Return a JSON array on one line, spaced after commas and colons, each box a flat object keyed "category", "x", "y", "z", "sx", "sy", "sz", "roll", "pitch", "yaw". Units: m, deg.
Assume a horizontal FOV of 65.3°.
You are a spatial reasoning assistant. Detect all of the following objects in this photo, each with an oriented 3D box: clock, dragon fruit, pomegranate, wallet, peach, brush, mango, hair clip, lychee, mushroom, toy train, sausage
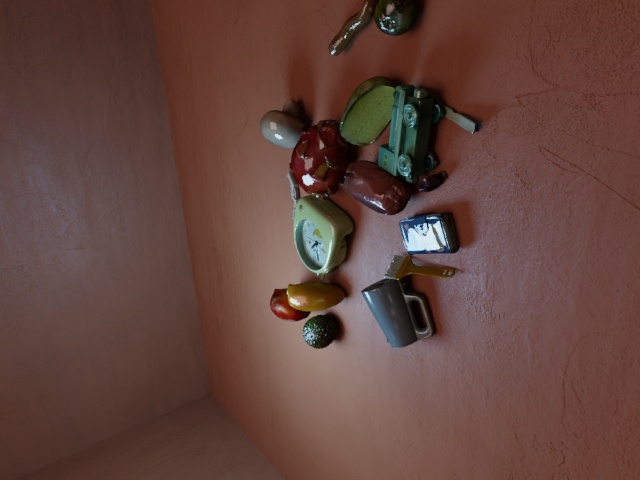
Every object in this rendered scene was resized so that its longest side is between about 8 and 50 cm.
[{"category": "clock", "x": 0.000, "y": 0.000, "z": 2.127, "sx": 0.286, "sy": 0.117, "sz": 0.349, "roll": 43, "pitch": 137, "yaw": 38}, {"category": "dragon fruit", "x": -0.003, "y": -0.305, "z": 1.902, "sx": 0.250, "sy": 0.250, "sz": 0.315, "roll": 60, "pitch": 164, "yaw": 20}, {"category": "pomegranate", "x": 0.215, "y": -0.694, "z": 1.482, "sx": 0.163, "sy": 0.125, "sz": 0.138, "roll": 65, "pitch": 159, "yaw": 15}, {"category": "wallet", "x": 0.354, "y": -0.022, "z": 1.637, "sx": 0.202, "sy": 0.059, "sz": 0.141, "roll": -5, "pitch": 106, "yaw": 59}, {"category": "peach", "x": -0.122, "y": 0.298, "z": 2.321, "sx": 0.153, "sy": 0.267, "sz": 0.159, "roll": 3, "pitch": 88, "yaw": 22}, {"category": "brush", "x": 0.399, "y": -0.359, "z": 1.449, "sx": 0.178, "sy": 0.030, "sz": 0.033, "roll": -128, "pitch": 28, "yaw": -47}, {"category": "mango", "x": -0.018, "y": 0.244, "z": 2.179, "sx": 0.154, "sy": 0.251, "sz": 0.126, "roll": -25, "pitch": -66, "yaw": -79}, {"category": "hair clip", "x": -0.112, "y": -0.204, "z": 2.280, "sx": 0.072, "sy": 0.034, "sz": 0.226, "roll": 8, "pitch": 109, "yaw": 51}, {"category": "lychee", "x": 0.001, "y": 0.412, "z": 2.287, "sx": 0.171, "sy": 0.171, "sz": 0.171, "roll": 29, "pitch": 127, "yaw": 47}, {"category": "mushroom", "x": -0.145, "y": -0.490, "z": 2.080, "sx": 0.204, "sy": 0.204, "sz": 0.204, "roll": 29, "pitch": 127, "yaw": 47}, {"category": "brush", "x": 0.340, "y": 0.100, "z": 1.702, "sx": 0.272, "sy": 0.103, "sz": 0.013, "roll": 4, "pitch": 144, "yaw": 47}, {"category": "toy train", "x": 0.272, "y": -0.336, "z": 1.558, "sx": 0.194, "sy": 0.119, "sz": 0.298, "roll": 44, "pitch": 140, "yaw": 48}, {"category": "sausage", "x": 0.195, "y": -0.183, "z": 1.716, "sx": 0.279, "sy": 0.152, "sz": 0.152, "roll": 35, "pitch": 131, "yaw": 46}]

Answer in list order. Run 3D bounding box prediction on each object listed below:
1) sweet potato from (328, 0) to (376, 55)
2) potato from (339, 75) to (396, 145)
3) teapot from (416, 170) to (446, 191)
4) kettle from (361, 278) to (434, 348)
[{"category": "sweet potato", "x": 0.120, "y": -0.727, "z": 1.671, "sx": 0.281, "sy": 0.059, "sz": 0.067, "roll": -31, "pitch": 43, "yaw": 53}, {"category": "potato", "x": 0.156, "y": -0.452, "z": 1.679, "sx": 0.272, "sy": 0.160, "sz": 0.111, "roll": 123, "pitch": 147, "yaw": -51}, {"category": "teapot", "x": 0.348, "y": -0.187, "z": 1.566, "sx": 0.100, "sy": 0.067, "sz": 0.045, "roll": -33, "pitch": 71, "yaw": 20}, {"category": "kettle", "x": 0.291, "y": 0.254, "z": 1.806, "sx": 0.210, "sy": 0.160, "sz": 0.243, "roll": -25, "pitch": 90, "yaw": 29}]
